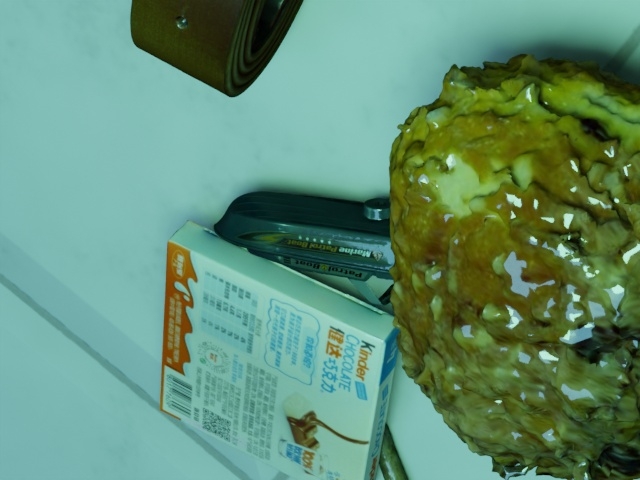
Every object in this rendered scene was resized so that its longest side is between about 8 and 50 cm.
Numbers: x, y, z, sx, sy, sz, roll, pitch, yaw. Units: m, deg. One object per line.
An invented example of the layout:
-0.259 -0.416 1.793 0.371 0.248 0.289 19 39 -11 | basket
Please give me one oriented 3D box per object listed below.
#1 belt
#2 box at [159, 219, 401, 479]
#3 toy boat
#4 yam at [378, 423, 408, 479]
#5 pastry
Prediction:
-0.070 -0.300 1.805 0.122 0.217 0.338 28 125 11 | belt
-0.049 0.137 2.117 0.265 0.048 0.273 26 135 18 | box
0.000 0.000 2.018 0.246 0.093 0.103 9 113 23 | toy boat
0.101 0.302 2.179 0.029 0.027 0.234 -19 109 7 | yam
0.241 0.029 1.777 0.337 0.292 0.405 10 115 44 | pastry
